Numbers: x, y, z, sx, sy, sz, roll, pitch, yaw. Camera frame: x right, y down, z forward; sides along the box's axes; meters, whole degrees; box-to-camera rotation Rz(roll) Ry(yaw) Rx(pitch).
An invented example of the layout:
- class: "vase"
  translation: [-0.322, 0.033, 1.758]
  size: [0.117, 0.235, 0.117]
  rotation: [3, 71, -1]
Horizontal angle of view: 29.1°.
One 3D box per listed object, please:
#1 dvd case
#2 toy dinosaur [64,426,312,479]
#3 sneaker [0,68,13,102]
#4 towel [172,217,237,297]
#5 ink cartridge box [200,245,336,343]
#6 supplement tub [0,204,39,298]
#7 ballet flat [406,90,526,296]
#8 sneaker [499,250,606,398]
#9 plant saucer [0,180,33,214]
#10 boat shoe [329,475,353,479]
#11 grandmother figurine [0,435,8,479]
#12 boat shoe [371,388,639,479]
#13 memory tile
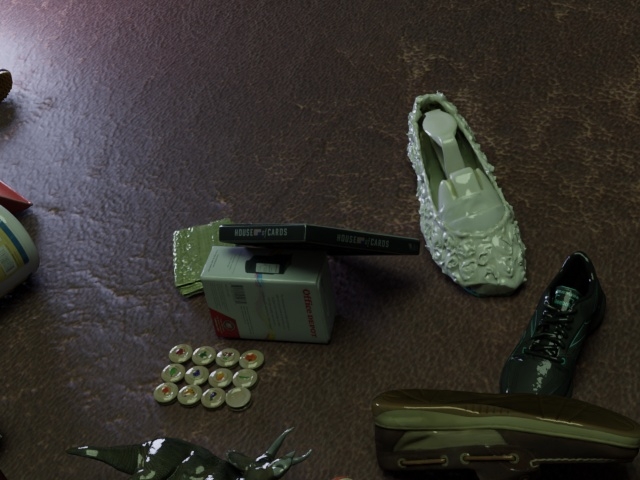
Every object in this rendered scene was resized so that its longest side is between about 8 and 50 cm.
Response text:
- class: "dvd case"
  translation: [0.000, 0.000, 1.781]
  size: [0.179, 0.029, 0.239]
  rotation: [-1, -5, 45]
- class: "toy dinosaur"
  translation: [-0.178, 0.316, 1.596]
  size: [0.314, 0.121, 0.160]
  rotation: [6, 33, 25]
- class: "sneaker"
  translation: [-0.676, -0.279, 2.355]
  size: [0.084, 0.069, 0.185]
  rotation: [28, 54, 29]
- class: "towel"
  translation: [-0.181, 0.026, 1.948]
  size: [0.110, 0.027, 0.148]
  rotation: [-13, 44, 0]
- class: "ink cartridge box"
  translation: [-0.072, 0.079, 1.792]
  size: [0.175, 0.127, 0.072]
  rotation: [2, 42, 14]
- class: "supplement tub"
  translation: [-0.558, 0.045, 1.925]
  size: [0.144, 0.144, 0.200]
  rotation: [27, 55, 35]
- class: "ballet flat"
  translation: [0.207, -0.087, 1.906]
  size: [0.147, 0.147, 0.409]
  rotation: [-14, 43, -3]
- class: "sneaker"
  translation: [0.312, 0.126, 1.674]
  size: [0.101, 0.106, 0.267]
  rotation: [14, 50, 23]
- class: "plant saucer"
  translation: [-0.662, -0.116, 2.094]
  size: [0.258, 0.259, 0.047]
  rotation: [31, 99, 36]
- class: "boat shoe"
  translation: [-0.015, 0.340, 1.564]
  size: [0.137, 0.049, 0.043]
  rotation: [-27, 2, -13]
- class: "grandmother figurine"
  translation: [-0.505, 0.344, 1.630]
  size: [0.208, 0.104, 0.342]
  rotation: [4, 47, 5]
- class: "boat shoe"
  translation: [0.230, 0.263, 1.548]
  size: [0.342, 0.123, 0.123]
  rotation: [2, 7, 17]
- class: "memory tile"
  translation: [-0.160, 0.196, 1.772]
  size: [0.148, 0.012, 0.113]
  rotation: [3, 45, 15]
